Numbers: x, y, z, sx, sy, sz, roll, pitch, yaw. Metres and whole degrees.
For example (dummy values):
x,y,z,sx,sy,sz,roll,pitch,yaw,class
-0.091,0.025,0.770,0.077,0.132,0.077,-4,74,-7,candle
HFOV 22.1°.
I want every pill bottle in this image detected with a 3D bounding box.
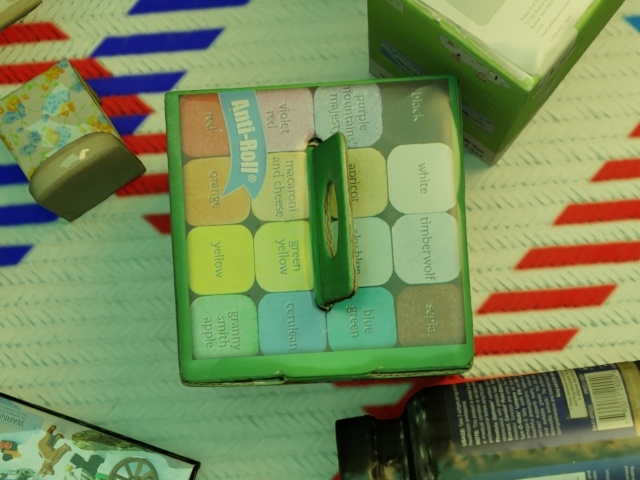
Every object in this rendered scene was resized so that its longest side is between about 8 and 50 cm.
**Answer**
x,y,z,sx,sy,sz,roll,pitch,yaw,class
0.123,0.151,1.088,0.219,0.123,0.123,-7,84,2,pill bottle

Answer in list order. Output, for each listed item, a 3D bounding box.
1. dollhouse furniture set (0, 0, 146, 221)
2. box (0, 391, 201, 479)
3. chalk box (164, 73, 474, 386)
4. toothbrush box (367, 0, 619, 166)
x,y,z,sx,sy,sz,roll,pitch,yaw,class
-0.240,-0.203,1.074,0.394,0.256,0.362,-34,83,-1,dollhouse furniture set
-0.219,0.192,1.138,0.233,0.044,0.159,18,85,4,box
0.000,0.000,1.025,0.179,0.289,0.180,-3,84,2,chalk box
0.136,-0.179,1.041,0.122,0.283,0.206,38,87,7,toothbrush box
